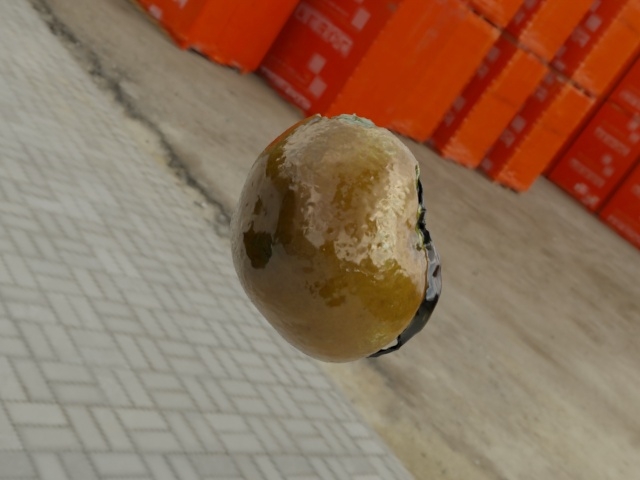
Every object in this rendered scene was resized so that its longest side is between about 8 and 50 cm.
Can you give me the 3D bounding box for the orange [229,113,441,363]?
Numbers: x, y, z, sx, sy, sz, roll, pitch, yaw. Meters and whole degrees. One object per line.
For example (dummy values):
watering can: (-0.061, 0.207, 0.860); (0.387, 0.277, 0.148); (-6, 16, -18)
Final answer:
orange: (0.000, 0.000, 0.609); (0.170, 0.160, 0.112); (37, 29, 20)
